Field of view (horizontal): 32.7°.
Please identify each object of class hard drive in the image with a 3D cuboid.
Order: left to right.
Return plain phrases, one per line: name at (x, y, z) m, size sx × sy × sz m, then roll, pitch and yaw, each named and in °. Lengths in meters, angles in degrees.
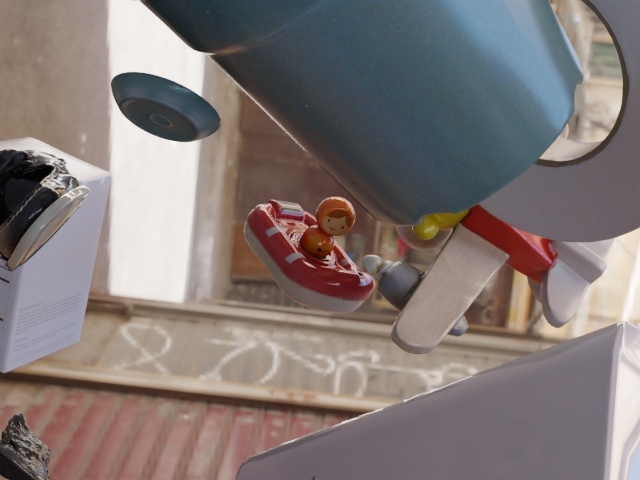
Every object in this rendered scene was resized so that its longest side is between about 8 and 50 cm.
hard drive at (0.031, 0.179, 0.527) m, size 0.319 × 0.040 × 0.210 m, roll -31°, pitch -142°, yaw 50°

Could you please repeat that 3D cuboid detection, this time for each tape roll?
tape roll at (0.252, -0.188, 1.163) m, size 0.072 × 0.392 × 0.392 m, roll -28°, pitch 136°, yaw -38°

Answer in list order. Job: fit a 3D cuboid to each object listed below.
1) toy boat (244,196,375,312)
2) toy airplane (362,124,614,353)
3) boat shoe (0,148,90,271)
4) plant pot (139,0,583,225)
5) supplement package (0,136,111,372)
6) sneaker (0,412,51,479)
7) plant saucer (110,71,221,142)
toy boat at (0.000, 0.000, 1.655) m, size 0.231 × 0.151 × 0.151 m, roll 51°, pitch -62°, yaw 34°
toy airplane at (0.229, -0.034, 1.576) m, size 0.272 × 0.386 × 0.384 m, roll -20°, pitch -107°, yaw 52°
boat shoe at (-0.341, -0.052, 1.246) m, size 0.127 × 0.113 × 0.340 m, roll -45°, pitch -169°, yaw -1°
plant pot at (0.050, -0.212, 0.992) m, size 0.334 × 0.341 × 0.341 m, roll 49°, pitch 27°, yaw -26°
supplement package at (-0.458, 0.015, 1.639) m, size 0.177 × 0.175 × 0.293 m, roll -22°, pitch 131°, yaw -60°
sneaker at (-0.422, 0.335, 1.611) m, size 0.051 × 0.170 × 0.089 m, roll -54°, pitch 166°, yaw 25°
plant saucer at (-0.161, -0.131, 1.114) m, size 0.119 × 0.119 × 0.021 m, roll 92°, pitch 16°, yaw -69°
